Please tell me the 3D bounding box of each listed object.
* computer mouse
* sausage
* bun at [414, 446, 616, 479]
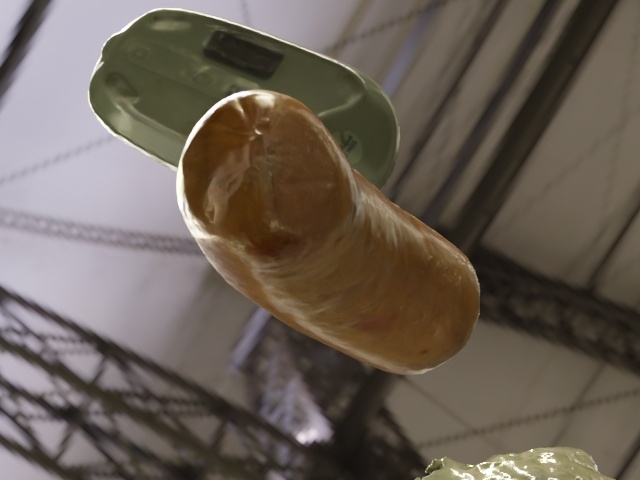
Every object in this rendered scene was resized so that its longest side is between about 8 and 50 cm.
[{"bbox_3d":[-0.078,-0.128,1.931,0.197,0.331,0.095,-55,-18,-31],"label":"computer mouse"},{"bbox_3d":[0.000,-0.002,1.068,0.109,0.109,0.270,-53,-32,-2],"label":"sausage"},{"bbox_3d":[0.085,0.187,0.958,0.239,0.141,0.239,-11,-29,-6],"label":"bun"}]
